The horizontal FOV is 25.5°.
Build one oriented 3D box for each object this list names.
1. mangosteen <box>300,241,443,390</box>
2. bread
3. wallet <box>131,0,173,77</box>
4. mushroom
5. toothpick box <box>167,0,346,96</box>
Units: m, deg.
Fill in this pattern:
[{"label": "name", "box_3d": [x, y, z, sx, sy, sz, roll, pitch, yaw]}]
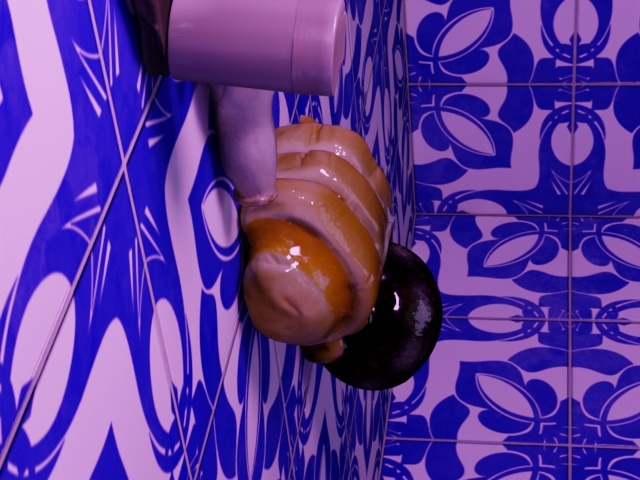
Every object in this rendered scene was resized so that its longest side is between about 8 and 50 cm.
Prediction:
[{"label": "mangosteen", "box_3d": [0.076, 0.129, 2.560, 0.302, 0.275, 0.275, 18, 70, -46]}, {"label": "bread", "box_3d": [0.000, 0.000, 2.108, 0.341, 0.210, 0.300, -70, 157, -62]}, {"label": "wallet", "box_3d": [-0.177, -0.321, 1.470, 0.309, 0.042, 0.165, 85, 12, -54]}, {"label": "mushroom", "box_3d": [-0.098, -0.182, 1.801, 0.109, 0.097, 0.351, 47, -26, 35]}, {"label": "toothpick box", "box_3d": [-0.067, -0.218, 1.539, 0.111, 0.181, 0.111, 6, 90, -85]}]
